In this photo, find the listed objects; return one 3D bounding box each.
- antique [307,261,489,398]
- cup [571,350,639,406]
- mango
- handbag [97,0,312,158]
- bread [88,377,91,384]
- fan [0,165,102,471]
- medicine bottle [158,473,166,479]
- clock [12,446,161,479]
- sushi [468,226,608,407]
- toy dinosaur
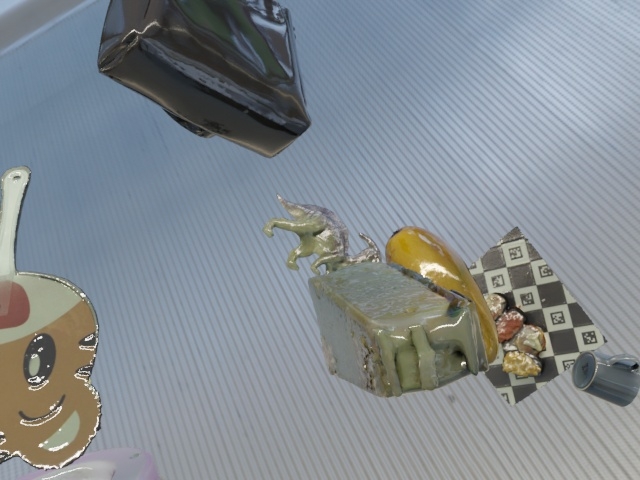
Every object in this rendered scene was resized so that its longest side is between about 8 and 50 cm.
[{"bbox_3d":[0.085,0.110,0.750,0.125,0.284,0.150,-15,95,-14],"label":"antique"},{"bbox_3d":[0.465,0.213,1.026,0.077,0.100,0.078,19,39,-8],"label":"cup"},{"bbox_3d":[0.194,0.085,0.998,0.113,0.138,0.253,-36,69,6],"label":"mango"},{"bbox_3d":[-0.138,-0.266,0.830,0.113,0.285,0.257,-21,59,39],"label":"handbag"},{"bbox_3d":[-0.683,0.340,1.626,0.178,0.142,0.266,3,25,-26],"label":"bread"},{"bbox_3d":[-0.217,0.045,0.422,0.152,0.008,0.227,-7,61,-1],"label":"fan"},{"bbox_3d":[-0.363,0.513,1.224,0.140,0.079,0.079,-28,51,7],"label":"medicine bottle"},{"bbox_3d":[-0.292,0.295,0.544,0.338,0.338,0.102,-15,94,11],"label":"clock"},{"bbox_3d":[0.390,0.164,1.314,0.264,0.050,0.290,-43,71,22],"label":"sushi"},{"bbox_3d":[-0.001,0.004,1.420,0.294,0.077,0.162,39,57,-2],"label":"toy dinosaur"}]
